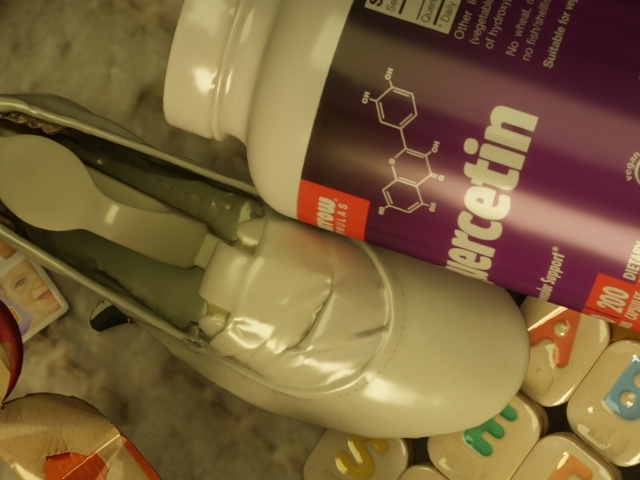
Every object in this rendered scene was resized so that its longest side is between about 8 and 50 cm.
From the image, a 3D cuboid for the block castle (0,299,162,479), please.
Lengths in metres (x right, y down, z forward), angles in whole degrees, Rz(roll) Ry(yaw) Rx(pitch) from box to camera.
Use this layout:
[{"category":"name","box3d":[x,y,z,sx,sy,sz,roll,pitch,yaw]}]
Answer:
[{"category":"block castle","box3d":[-0.178,0.270,1.095,0.303,0.213,0.453,-38,98,-9]}]

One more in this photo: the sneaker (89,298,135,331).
[{"category":"sneaker","box3d":[-0.109,0.043,1.236,0.083,0.031,0.035,-25,81,4]}]

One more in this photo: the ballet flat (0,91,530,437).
[{"category":"ballet flat","box3d":[-0.073,0.012,1.139,0.400,0.139,0.139,24,86,21]}]

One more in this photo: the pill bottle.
[{"category":"pill bottle","box3d":[0.085,-0.073,1.058,0.323,0.181,0.181,18,85,6]}]

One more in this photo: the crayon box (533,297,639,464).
[{"category":"crayon box","box3d":[0.244,0.028,1.166,0.203,0.083,0.323,-33,81,3]}]

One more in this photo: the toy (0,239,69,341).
[{"category":"toy","box3d":[-0.287,-0.012,1.254,0.137,0.056,0.237,-36,80,0]}]

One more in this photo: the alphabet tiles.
[{"category":"alphabet tiles","box3d":[0.123,0.179,1.140,0.284,0.021,0.278,39,108,19]}]
